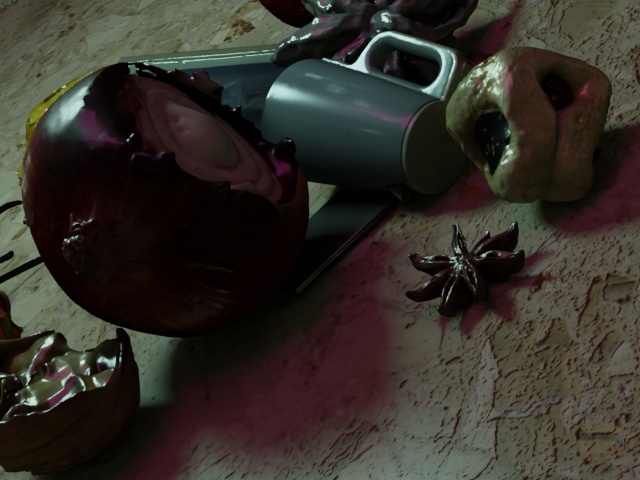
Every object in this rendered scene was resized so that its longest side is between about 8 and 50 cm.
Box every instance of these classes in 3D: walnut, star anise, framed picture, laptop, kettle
[{"bbox_3d":[-0.297,0.191,1.496,0.204,0.141,0.238,-24,24,-5],"label":"walnut"},{"bbox_3d":[0.084,-0.307,1.821,0.316,0.139,0.359,-4,56,-5],"label":"star anise"},{"bbox_3d":[-0.211,-0.204,2.059,0.446,0.028,0.326,-1,43,29],"label":"framed picture"},{"bbox_3d":[0.000,0.000,1.612,0.180,0.016,0.129,-44,28,-18],"label":"laptop"},{"bbox_3d":[0.073,-0.159,1.614,0.243,0.160,0.210,16,81,45],"label":"kettle"},{"bbox_3d":[0.153,0.033,1.352,0.141,0.042,0.141,-23,29,14],"label":"star anise"}]

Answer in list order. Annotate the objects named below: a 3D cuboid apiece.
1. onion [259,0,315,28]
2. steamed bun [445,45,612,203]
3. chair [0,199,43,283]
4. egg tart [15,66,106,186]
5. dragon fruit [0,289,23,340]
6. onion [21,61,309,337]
[{"bbox_3d":[0.014,-0.455,2.120,0.276,0.276,0.276,-27,27,15],"label":"onion"},{"bbox_3d":[0.234,-0.109,1.398,0.140,0.172,0.155,119,151,-51],"label":"steamed bun"},{"bbox_3d":[-0.557,0.029,2.040,0.149,0.174,0.213,5,35,47],"label":"chair"},{"bbox_3d":[-0.425,-0.216,2.336,0.341,0.129,0.341,-27,25,14],"label":"egg tart"},{"bbox_3d":[-0.499,0.125,1.840,0.133,0.207,0.150,-16,-14,7],"label":"dragon fruit"},{"bbox_3d":[-0.193,-0.041,1.534,0.341,0.341,0.341,-27,27,15],"label":"onion"}]
